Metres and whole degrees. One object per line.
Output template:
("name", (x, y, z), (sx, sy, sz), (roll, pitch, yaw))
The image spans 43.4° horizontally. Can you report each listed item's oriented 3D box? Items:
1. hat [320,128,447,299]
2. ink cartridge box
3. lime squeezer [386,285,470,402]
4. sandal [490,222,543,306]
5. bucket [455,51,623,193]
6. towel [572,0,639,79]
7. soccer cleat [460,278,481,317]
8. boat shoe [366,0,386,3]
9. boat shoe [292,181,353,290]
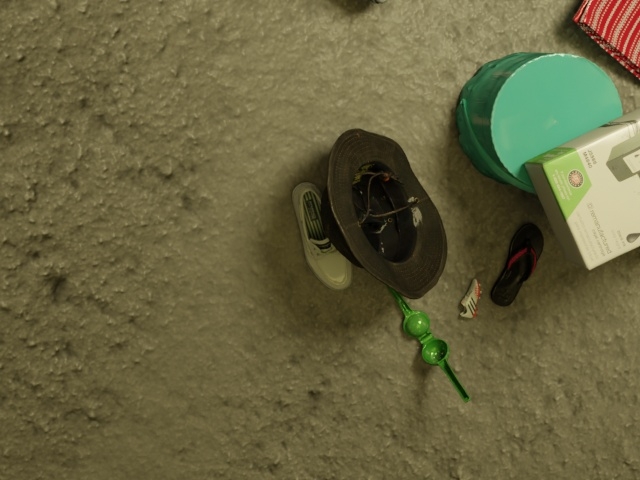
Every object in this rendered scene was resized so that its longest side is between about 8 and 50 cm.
("hat", (0.086, -0.035, 1.488), (0.134, 0.331, 0.331), (-24, 106, 38))
("ink cartridge box", (0.519, -0.100, 1.359), (0.273, 0.115, 0.198), (-26, 97, 1))
("lime squeezer", (0.200, 0.190, 1.592), (0.059, 0.110, 0.310), (-39, 71, 19))
("sandal", (0.400, 0.053, 1.610), (0.067, 0.040, 0.179), (21, 98, -9))
("bucket", (0.404, -0.219, 1.485), (0.281, 0.183, 0.281), (-1, 101, -4))
("towel", (0.621, -0.421, 1.514), (0.275, 0.031, 0.198), (29, 96, -25))
("soccer cleat", (0.301, 0.117, 1.620), (0.036, 0.029, 0.083), (2, 105, -10))
("boat shoe", (0.015, -0.539, 1.437), (0.094, 0.109, 0.302), (-35, 94, 17))
("boat shoe", (0.000, 0.000, 1.542), (0.083, 0.076, 0.226), (-26, 102, 0))
